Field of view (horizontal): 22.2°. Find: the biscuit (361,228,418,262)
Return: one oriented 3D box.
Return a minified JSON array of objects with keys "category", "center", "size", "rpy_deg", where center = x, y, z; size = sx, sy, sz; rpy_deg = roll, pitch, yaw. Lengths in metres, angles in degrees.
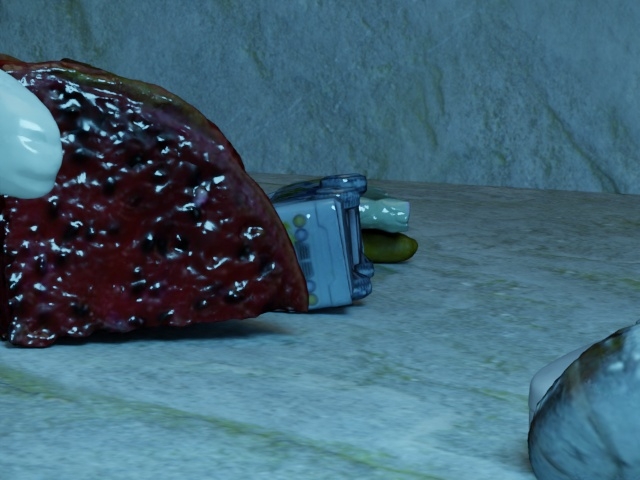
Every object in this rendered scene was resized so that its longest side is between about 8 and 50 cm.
[{"category":"biscuit","center":[0.000,0.000,1.866],"size":[0.183,0.039,0.174],"rpy_deg":[0,7,-28]}]

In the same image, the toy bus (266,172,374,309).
[{"category":"toy bus","center":[-0.020,0.000,1.567],"size":[0.136,0.109,0.329],"rpy_deg":[-7,5,4]}]

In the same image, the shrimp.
[{"category":"shrimp","center":[0.264,0.084,0.761],"size":[0.343,0.145,0.116],"rpy_deg":[-3,32,-8]}]

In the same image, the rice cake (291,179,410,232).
[{"category":"rice cake","center":[0.034,-0.037,1.846],"size":[0.127,0.043,0.237],"rpy_deg":[3,6,-4]}]

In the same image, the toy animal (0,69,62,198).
[{"category":"toy animal","center":[-0.249,0.036,0.704],"size":[0.206,0.271,0.265],"rpy_deg":[29,26,-11]}]

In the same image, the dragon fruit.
[{"category":"dragon fruit","center":[-0.225,-0.005,1.318],"size":[0.330,0.302,0.240],"rpy_deg":[-14,23,50]}]

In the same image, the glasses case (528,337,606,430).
[{"category":"glasses case","center":[0.228,0.086,0.946],"size":[0.113,0.075,0.297],"rpy_deg":[6,6,38]}]
